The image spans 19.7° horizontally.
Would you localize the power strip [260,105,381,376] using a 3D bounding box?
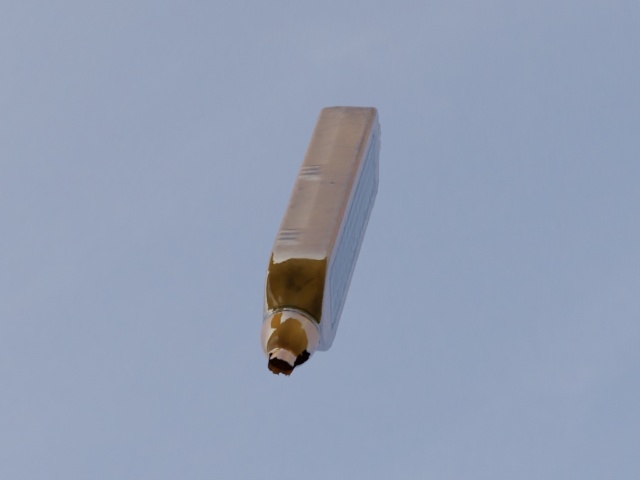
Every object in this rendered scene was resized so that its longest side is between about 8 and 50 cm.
[{"bbox_3d":[0.000,0.000,0.814,0.028,0.178,0.049,5,-53,9],"label":"power strip"}]
